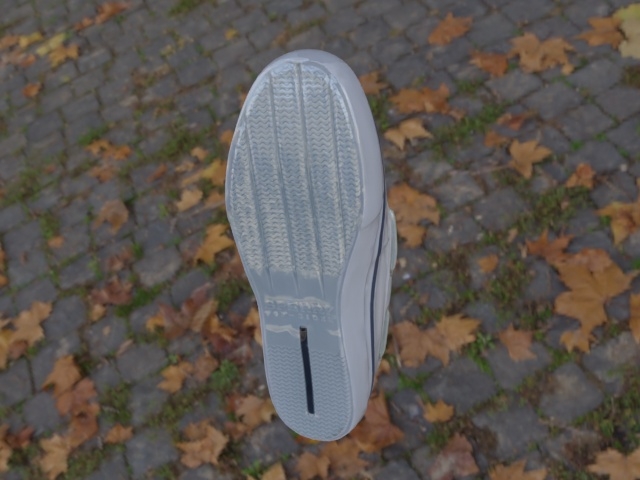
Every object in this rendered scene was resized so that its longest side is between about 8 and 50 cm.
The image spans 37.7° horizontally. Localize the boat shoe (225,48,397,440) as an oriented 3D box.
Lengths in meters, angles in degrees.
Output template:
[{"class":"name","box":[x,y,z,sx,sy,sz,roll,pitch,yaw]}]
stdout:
[{"class":"boat shoe","box":[0.000,0.000,0.516,0.083,0.226,0.076,13,30,19]}]
